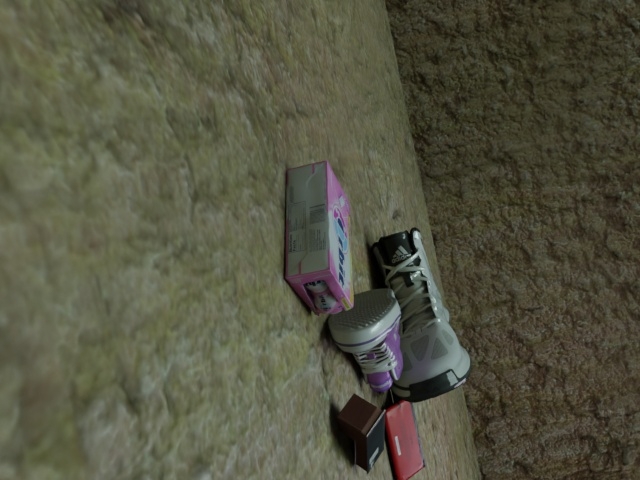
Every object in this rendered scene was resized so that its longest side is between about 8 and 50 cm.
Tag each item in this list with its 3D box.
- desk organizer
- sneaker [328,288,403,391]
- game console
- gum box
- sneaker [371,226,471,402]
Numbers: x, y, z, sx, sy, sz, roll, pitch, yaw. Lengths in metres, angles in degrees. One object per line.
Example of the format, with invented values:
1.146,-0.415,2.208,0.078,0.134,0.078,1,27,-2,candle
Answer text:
0.059,0.275,0.881,0.047,0.050,0.130,-47,150,-31,desk organizer
0.090,0.173,0.983,0.282,0.102,0.161,-13,95,-75,sneaker
0.144,0.372,1.194,0.124,0.085,0.144,-16,94,-43,game console
0.000,0.000,0.845,0.107,0.062,0.188,58,26,-52,gum box
0.168,0.126,1.254,0.447,0.169,0.258,-74,141,-75,sneaker
